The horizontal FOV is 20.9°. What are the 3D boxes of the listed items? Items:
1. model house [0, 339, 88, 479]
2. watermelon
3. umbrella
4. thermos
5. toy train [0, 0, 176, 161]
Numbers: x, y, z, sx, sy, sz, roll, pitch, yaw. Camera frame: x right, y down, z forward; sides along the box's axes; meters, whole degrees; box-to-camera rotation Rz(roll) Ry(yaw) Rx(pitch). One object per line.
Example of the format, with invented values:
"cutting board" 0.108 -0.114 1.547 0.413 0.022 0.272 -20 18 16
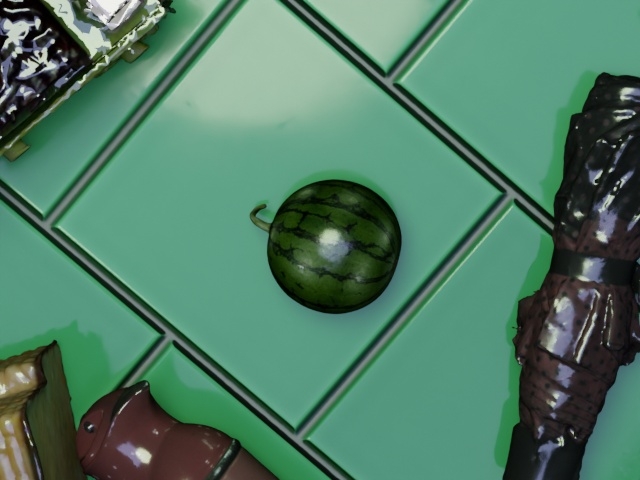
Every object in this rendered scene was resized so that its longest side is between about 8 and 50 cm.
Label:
"model house" -0.263 0.177 1.243 0.172 0.183 0.167 -11 95 0
"watermelon" 0.005 0.003 1.260 0.109 0.109 0.109 0 97 1
"umbrella" 0.196 0.040 1.266 0.094 0.090 0.326 11 97 -3
"thermos" -0.051 0.236 1.294 0.330 0.136 0.109 42 68 -4
"toy train" -0.218 -0.142 1.208 0.261 0.177 0.134 -40 95 6
